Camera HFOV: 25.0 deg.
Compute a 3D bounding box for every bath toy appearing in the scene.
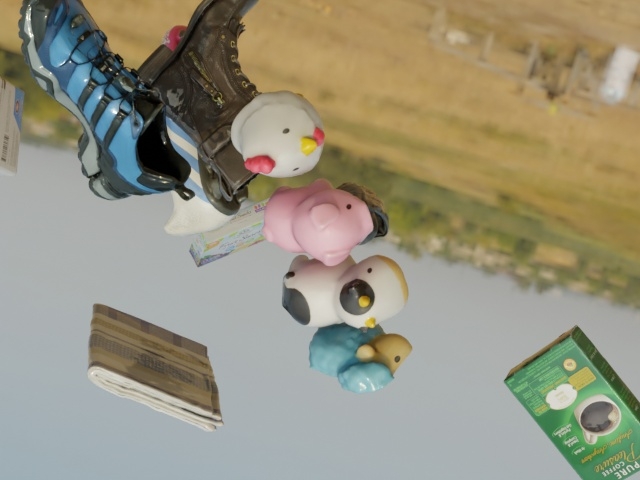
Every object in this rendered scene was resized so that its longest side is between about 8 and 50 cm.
[{"bbox_3d":[0.000,0.000,1.618,0.151,0.348,0.129,-13,-155,16],"label":"bath toy"}]

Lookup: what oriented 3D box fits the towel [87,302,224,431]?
[{"bbox_3d":[-0.248,0.183,2.127,0.209,0.034,0.285,24,-168,-15],"label":"towel"}]

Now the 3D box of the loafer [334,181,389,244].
[{"bbox_3d":[0.048,-0.033,2.007,0.078,0.076,0.223,52,-165,10],"label":"loafer"}]

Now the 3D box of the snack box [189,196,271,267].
[{"bbox_3d":[-0.138,-0.014,2.347,0.141,0.037,0.100,-23,162,-22],"label":"snack box"}]

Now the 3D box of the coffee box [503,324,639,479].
[{"bbox_3d":[0.319,0.205,1.728,0.184,0.113,0.040,50,-150,0],"label":"coffee box"}]

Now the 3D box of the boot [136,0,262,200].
[{"bbox_3d":[-0.108,-0.207,1.964,0.229,0.263,0.091,41,167,4],"label":"boot"}]

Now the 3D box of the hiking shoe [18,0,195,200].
[{"bbox_3d":[-0.245,-0.181,1.709,0.132,0.113,0.304,2,133,30],"label":"hiking shoe"}]

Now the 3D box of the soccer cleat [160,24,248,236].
[{"bbox_3d":[-0.209,-0.160,2.122,0.143,0.331,0.116,-27,152,29],"label":"soccer cleat"}]

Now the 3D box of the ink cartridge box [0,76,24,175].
[{"bbox_3d":[-0.557,-0.193,2.321,0.086,0.148,0.203,4,173,11],"label":"ink cartridge box"}]
